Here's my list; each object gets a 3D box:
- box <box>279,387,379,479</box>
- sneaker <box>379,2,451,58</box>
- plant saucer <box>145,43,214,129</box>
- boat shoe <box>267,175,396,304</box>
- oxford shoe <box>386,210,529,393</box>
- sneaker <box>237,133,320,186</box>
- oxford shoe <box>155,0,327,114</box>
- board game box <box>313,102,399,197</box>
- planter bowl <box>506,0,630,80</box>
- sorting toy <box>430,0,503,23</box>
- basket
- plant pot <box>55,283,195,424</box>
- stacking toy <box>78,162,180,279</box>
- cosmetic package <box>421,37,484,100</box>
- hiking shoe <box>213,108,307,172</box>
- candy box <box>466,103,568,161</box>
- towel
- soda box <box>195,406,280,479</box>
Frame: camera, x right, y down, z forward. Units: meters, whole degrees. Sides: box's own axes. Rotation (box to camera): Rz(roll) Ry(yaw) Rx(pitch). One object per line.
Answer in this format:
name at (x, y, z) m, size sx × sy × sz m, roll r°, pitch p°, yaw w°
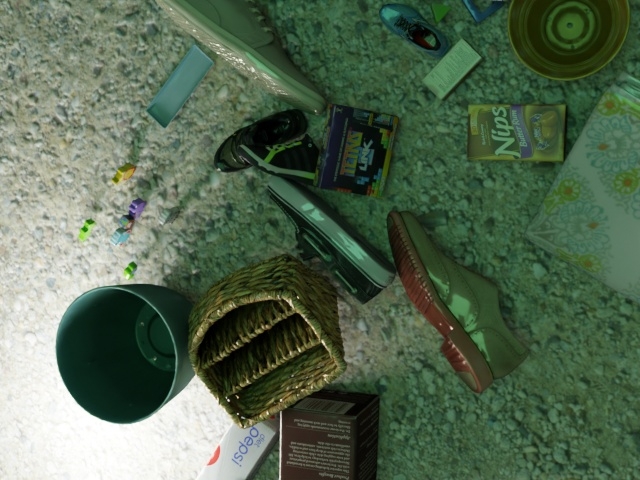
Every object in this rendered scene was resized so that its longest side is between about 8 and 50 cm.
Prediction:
box at (0.020, 0.429, 1.846) m, size 0.168 × 0.167 × 0.203 m, roll 4°, pitch 97°, yaw 19°
sneaker at (0.184, -0.420, 1.746) m, size 0.162 × 0.073 × 0.063 m, roll 35°, pitch 106°, yaw 14°
plant saucer at (-0.309, -0.339, 1.960) m, size 0.067 × 0.018 × 0.192 m, roll 44°, pitch 108°, yaw 10°
boat shoe at (0.000, 0.000, 1.831) m, size 0.335 × 0.121 × 0.119 m, roll 44°, pitch 103°, yaw 8°
oxford shoe at (0.265, 0.099, 1.767) m, size 0.146 × 0.140 × 0.397 m, roll -27°, pitch 81°, yaw -11°
sneaker at (-0.059, -0.178, 1.808) m, size 0.084 × 0.234 × 0.097 m, roll 38°, pitch 110°, yaw 55°
oxford shoe at (-0.152, -0.423, 1.830) m, size 0.449 × 0.169 × 0.130 m, roll 40°, pitch 85°, yaw 12°
board game box at (0.072, -0.180, 1.788) m, size 0.141 × 0.048 × 0.171 m, roll 7°, pitch 101°, yaw -20°
planter bowl at (0.460, -0.403, 1.641) m, size 0.217 × 0.090 × 0.217 m, roll 2°, pitch 96°, yaw 19°
sorting toy at (0.235, -0.580, 1.692) m, size 0.195 × 0.047 × 0.348 m, roll -20°, pitch 94°, yaw 4°
basket at (-0.122, 0.197, 1.768) m, size 0.299 × 0.213 × 0.223 m, roll -32°, pitch 41°, yaw 25°
plant pot at (-0.387, 0.225, 1.932) m, size 0.292 × 0.235 × 0.293 m, roll 2°, pitch 97°, yaw 19°
stacking toy at (-0.439, -0.040, 2.024) m, size 0.167 × 0.052 × 0.221 m, roll 41°, pitch 109°, yaw 13°
cosmetic package at (0.261, -0.336, 1.745) m, size 0.115 × 0.041 × 0.060 m, roll -44°, pitch 81°, yaw 18°
hiking shoe at (-0.144, -0.213, 1.863) m, size 0.226 × 0.114 × 0.086 m, roll -29°, pitch 85°, yaw 20°
candy box at (0.379, -0.208, 1.712) m, size 0.186 × 0.053 × 0.109 m, roll 3°, pitch 97°, yaw 21°
towel at (0.589, -0.076, 1.595) m, size 0.320 × 0.090 × 0.375 m, roll 33°, pitch 123°, yaw 17°
soda box at (-0.189, 0.492, 1.967) m, size 0.098 × 0.091 × 0.286 m, roll 36°, pitch 106°, yaw 13°
